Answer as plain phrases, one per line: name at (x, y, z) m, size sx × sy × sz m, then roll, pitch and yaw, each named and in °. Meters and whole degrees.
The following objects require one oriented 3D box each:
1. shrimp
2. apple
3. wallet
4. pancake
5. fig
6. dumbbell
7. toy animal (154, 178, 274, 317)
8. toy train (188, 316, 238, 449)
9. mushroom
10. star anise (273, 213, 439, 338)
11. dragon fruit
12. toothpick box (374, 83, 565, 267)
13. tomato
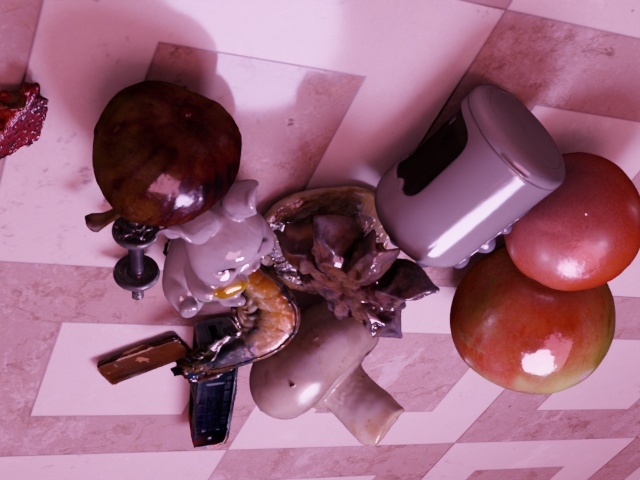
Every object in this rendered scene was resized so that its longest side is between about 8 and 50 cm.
shrimp at (-0.186, 0.145, 1.786) m, size 0.290 × 0.054 × 0.222 m, roll -32°, pitch 104°, yaw 16°
apple at (0.419, 0.143, 1.911) m, size 0.319 × 0.319 × 0.277 m, roll -2°, pitch 120°, yaw -20°
wallet at (-0.353, 0.237, 1.940) m, size 0.176 × 0.026 × 0.095 m, roll -20°, pitch 148°, yaw 3°
pancake at (0.001, 0.001, 1.762) m, size 0.283 × 0.049 × 0.282 m, roll -9°, pitch 139°, yaw -8°
fig at (-0.266, -0.099, 1.440) m, size 0.217 × 0.216 × 0.321 m, roll 12°, pitch 151°, yaw -34°
dumbbell at (-0.312, 0.019, 1.637) m, size 0.082 × 0.081 × 0.254 m, roll -7°, pitch 141°, yaw -14°
toy animal at (-0.176, 0.011, 1.592) m, size 0.209 × 0.154 × 0.325 m, roll -27°, pitch 155°, yaw -11°
toy train at (-0.227, 0.306, 2.026) m, size 0.086 × 0.089 × 0.409 m, roll -10°, pitch 143°, yaw -18°
mushroom at (0.022, 0.277, 1.905) m, size 0.292 × 0.290 × 0.292 m, roll -41°, pitch 175°, yaw -5°
star anise at (0.067, 0.065, 1.653) m, size 0.108 × 0.315 × 0.315 m, roll -50°, pitch 155°, yaw -29°
dragon fruit at (-0.444, -0.180, 1.369) m, size 0.097 × 0.063 × 0.131 m, roll -34°, pitch 164°, yaw -43°
toothpick box at (0.236, -0.080, 1.621) m, size 0.229 × 0.229 × 0.316 m, roll 19°, pitch 131°, yaw -38°
tomato at (0.450, -0.036, 1.734) m, size 0.256 × 0.255 × 0.224 m, roll -18°, pitch 123°, yaw 1°
